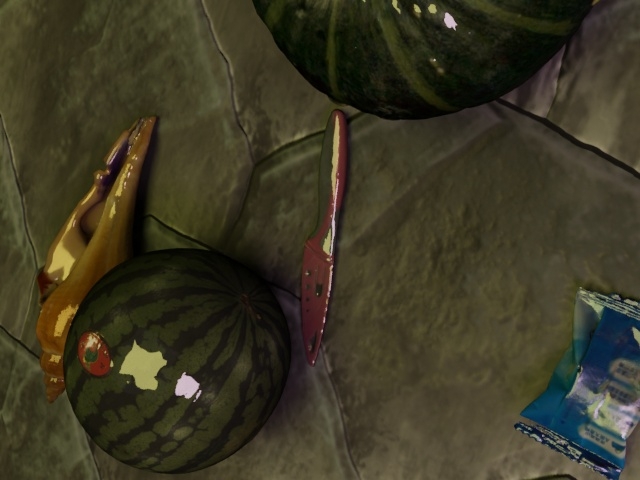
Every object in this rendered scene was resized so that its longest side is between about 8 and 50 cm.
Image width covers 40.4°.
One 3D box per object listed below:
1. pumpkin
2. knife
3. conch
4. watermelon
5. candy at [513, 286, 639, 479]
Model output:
[{"bbox_3d":[0.073,-0.239,0.634,0.300,0.207,0.300,13,118,24],"label":"pumpkin"},{"bbox_3d":[0.000,0.000,0.818,0.035,0.018,0.247,13,102,30],"label":"knife"},{"bbox_3d":[-0.235,0.022,0.948,0.109,0.093,0.330,18,83,49],"label":"conch"},{"bbox_3d":[-0.133,0.110,0.803,0.212,0.212,0.212,3,95,34],"label":"watermelon"},{"bbox_3d":[0.215,0.106,0.670,0.088,0.038,0.136,26,98,26],"label":"candy"}]
